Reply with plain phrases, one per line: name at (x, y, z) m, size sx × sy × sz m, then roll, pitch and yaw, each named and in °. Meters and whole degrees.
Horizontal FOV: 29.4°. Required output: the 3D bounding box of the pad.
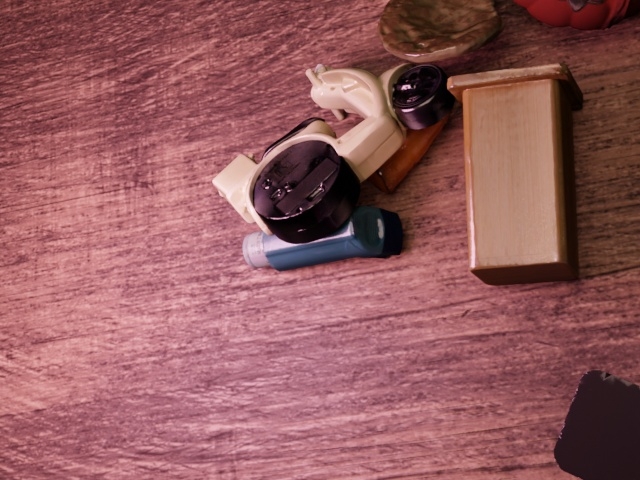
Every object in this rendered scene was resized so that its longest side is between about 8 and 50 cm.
pad at (0.507, 0.228, 1.777) m, size 0.250 × 0.055 × 0.323 m, roll 23°, pitch 82°, yaw 25°

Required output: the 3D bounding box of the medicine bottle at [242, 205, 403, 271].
medicine bottle at (0.000, 0.000, 2.016) m, size 0.258 × 0.124 × 0.079 m, roll -11°, pitch 76°, yaw 29°

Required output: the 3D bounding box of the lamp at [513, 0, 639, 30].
lamp at (0.414, -0.482, 1.919) m, size 0.303 × 0.257 × 0.303 m, roll 3°, pitch 111°, yaw 7°

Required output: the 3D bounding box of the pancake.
pancake at (0.199, -0.361, 2.027) m, size 0.222 × 0.042 × 0.236 m, roll -24°, pitch 39°, yaw -11°

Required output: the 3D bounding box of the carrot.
carrot at (0.154, -0.173, 2.030) m, size 0.072 × 0.072 × 0.205 m, roll 39°, pitch 84°, yaw 26°

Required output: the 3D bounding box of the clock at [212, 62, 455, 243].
clock at (0.018, -0.166, 1.993) m, size 0.379 × 0.120 × 0.276 m, roll -44°, pitch 42°, yaw -10°

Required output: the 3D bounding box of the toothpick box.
toothpick box at (0.310, -0.096, 1.890) m, size 0.188 × 0.190 × 0.308 m, roll -5°, pitch 77°, yaw 18°
